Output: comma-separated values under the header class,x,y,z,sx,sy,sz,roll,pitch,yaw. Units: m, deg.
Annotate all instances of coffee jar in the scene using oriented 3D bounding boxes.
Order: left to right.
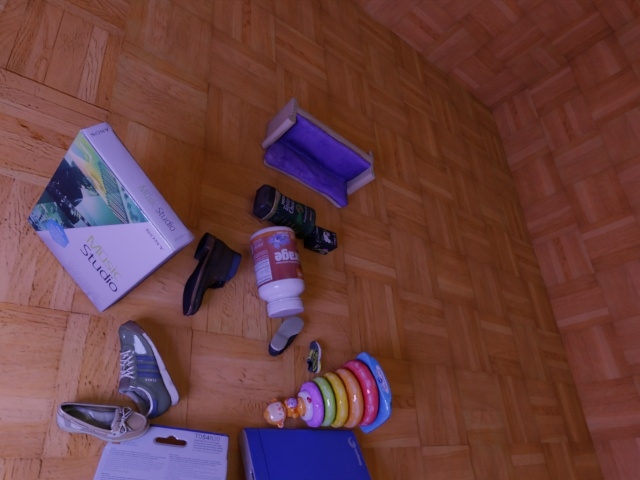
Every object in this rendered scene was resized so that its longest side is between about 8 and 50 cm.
class,x,y,z,sx,sy,sz,roll,pitch,yaw
coffee jar,-0.104,-0.082,1.301,0.184,0.079,0.096,27,51,-31

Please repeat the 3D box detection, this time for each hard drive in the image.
class,x,y,z,sx,sy,sz,roll,pitch,yaw
hard drive,-0.017,0.522,1.013,0.318,0.040,0.210,19,31,-36

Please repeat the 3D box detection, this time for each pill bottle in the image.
class,x,y,z,sx,sy,sz,roll,pitch,yaw
pill bottle,-0.106,0.082,1.174,0.121,0.121,0.216,6,64,-42

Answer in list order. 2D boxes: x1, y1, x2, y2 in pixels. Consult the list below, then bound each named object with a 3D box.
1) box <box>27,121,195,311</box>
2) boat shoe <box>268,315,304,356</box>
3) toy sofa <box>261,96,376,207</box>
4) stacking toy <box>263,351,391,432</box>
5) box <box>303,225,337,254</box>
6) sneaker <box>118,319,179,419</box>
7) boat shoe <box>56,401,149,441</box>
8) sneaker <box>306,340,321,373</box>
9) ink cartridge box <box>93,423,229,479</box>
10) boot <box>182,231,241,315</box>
class,x,y,z,sx,sy,sz,roll,pitch,yaw
box,-0.384,-0.022,0.811,0.232,0.322,0.058,54,38,-6
boat shoe,-0.088,0.240,1.163,0.049,0.042,0.133,34,41,10
toy sofa,0.001,-0.267,1.457,0.362,0.150,0.177,28,49,-31
stacking toy,0.005,0.389,1.108,0.301,0.166,0.175,-2,52,-28
box,0.000,0.000,1.368,0.083,0.062,0.052,20,53,-35
sneaker,-0.351,0.254,0.877,0.086,0.064,0.192,-32,94,-53
boat shoe,-0.377,0.312,0.801,0.153,0.048,0.056,18,42,-15
sneaker,-0.019,0.304,1.198,0.035,0.031,0.083,13,59,-39
ink cartridge box,-0.276,0.431,0.786,0.223,0.045,0.224,14,31,-13
boot,-0.246,0.088,1.064,0.106,0.082,0.219,28,48,-27
